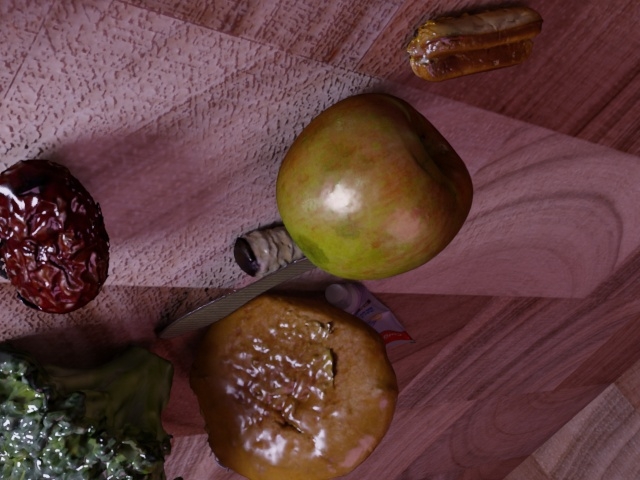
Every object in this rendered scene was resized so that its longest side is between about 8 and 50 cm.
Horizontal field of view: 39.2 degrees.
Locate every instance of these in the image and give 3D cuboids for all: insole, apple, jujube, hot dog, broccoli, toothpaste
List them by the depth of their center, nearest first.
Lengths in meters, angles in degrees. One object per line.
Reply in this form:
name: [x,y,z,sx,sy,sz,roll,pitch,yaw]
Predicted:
jujube: [-0.238,-0.003,0.813,0.104,0.104,0.166,-18,144,-25]
apple: [0.052,-0.051,0.934,0.196,0.196,0.196,-24,148,-16]
hot dog: [0.163,-0.208,0.952,0.165,0.045,0.071,-16,147,-28]
broccoli: [-0.269,0.225,1.030,0.245,0.248,0.288,-62,156,-59]
insole: [-0.096,0.069,1.069,0.253,0.005,0.086,-28,164,23]
toothpaste: [0.068,0.121,1.335,0.075,0.048,0.301,-40,152,3]

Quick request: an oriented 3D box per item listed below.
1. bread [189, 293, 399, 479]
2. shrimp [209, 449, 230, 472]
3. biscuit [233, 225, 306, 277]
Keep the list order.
bread: [-0.031,0.197,1.155,0.268,0.268,0.146,-35,165,2]
shrimp: [-0.142,0.327,1.418,0.065,0.057,0.165,-29,143,-39]
biscuit: [0.000,0.000,1.079,0.219,0.061,0.055,-16,152,-29]
